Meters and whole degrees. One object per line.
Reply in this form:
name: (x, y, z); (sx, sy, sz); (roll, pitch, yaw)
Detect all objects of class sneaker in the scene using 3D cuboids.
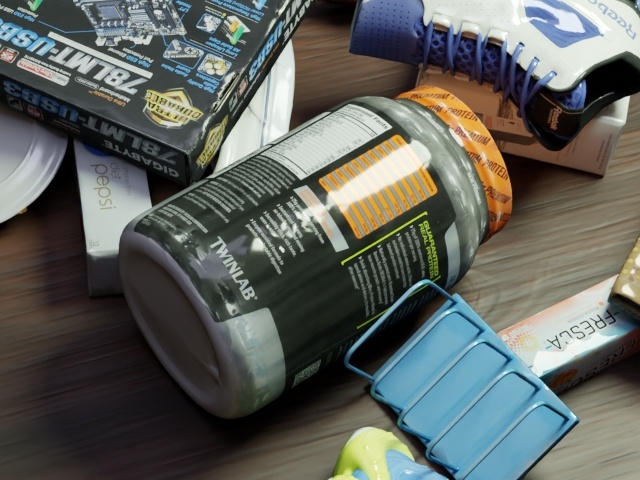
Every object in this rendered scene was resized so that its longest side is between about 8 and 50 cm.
sneaker: (-0.078, -0.127, 1.738); (0.091, 0.094, 0.258); (7, 52, -6)
sneaker: (0.041, 0.266, 1.442); (0.126, 0.091, 0.240); (22, 52, 11)
sneaker: (0.190, -0.189, 1.679); (0.316, 0.127, 0.182); (2, 51, -5)

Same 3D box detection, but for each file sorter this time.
file sorter: (0.121, 0.134, 1.515); (0.118, 0.104, 0.170); (-45, 62, 5)

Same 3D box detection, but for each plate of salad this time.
plate of salad: (-0.344, -0.091, 1.709); (0.200, 0.048, 0.199); (-6, 62, 12)

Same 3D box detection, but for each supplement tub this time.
supplement tub: (0.000, 0.000, 1.570); (0.338, 0.207, 0.207); (-30, 60, -24)

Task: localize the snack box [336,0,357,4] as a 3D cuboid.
snack box: (-0.020, -0.308, 1.933); (0.178, 0.022, 0.064); (11, 51, 3)

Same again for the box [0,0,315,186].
box: (-0.187, -0.230, 1.707); (0.296, 0.073, 0.293); (23, 63, 13)

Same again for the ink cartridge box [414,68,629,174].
ink cartridge box: (0.217, -0.174, 1.807); (0.218, 0.092, 0.158); (15, 52, 4)

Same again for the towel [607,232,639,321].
towel: (0.485, 0.053, 1.641); (0.370, 0.040, 0.271); (30, 57, 5)

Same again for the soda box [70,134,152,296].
soda box: (-0.206, -0.052, 1.679); (0.069, 0.074, 0.216); (-5, 52, -10)

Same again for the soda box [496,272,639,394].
soda box: (0.242, 0.095, 1.617); (0.183, 0.058, 0.063); (-24, 59, -21)
